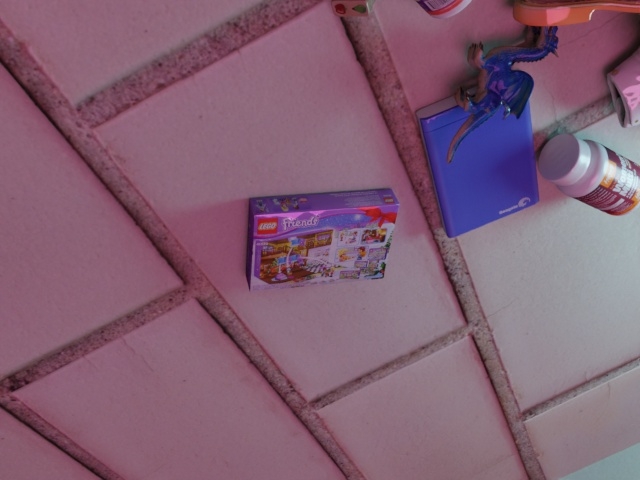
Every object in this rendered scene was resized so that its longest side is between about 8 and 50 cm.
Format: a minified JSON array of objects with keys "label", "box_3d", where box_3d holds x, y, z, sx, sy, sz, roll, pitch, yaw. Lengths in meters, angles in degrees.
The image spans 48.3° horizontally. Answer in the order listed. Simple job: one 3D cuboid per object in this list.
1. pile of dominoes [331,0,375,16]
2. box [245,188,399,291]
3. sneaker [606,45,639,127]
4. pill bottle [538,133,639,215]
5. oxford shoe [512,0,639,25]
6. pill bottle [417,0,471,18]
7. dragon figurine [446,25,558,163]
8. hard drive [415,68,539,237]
[{"label":"pile of dominoes","box_3d":[0.034,-0.428,0.997,0.195,0.040,0.251,8,147,22]},{"label":"box","box_3d":[0.000,0.000,1.436,0.293,0.057,0.201,-5,132,-15]},{"label":"sneaker","box_3d":[0.672,-0.268,1.410,0.169,0.108,0.292,-39,121,18]},{"label":"pill bottle","box_3d":[0.559,-0.136,1.466,0.221,0.121,0.121,18,122,-31]},{"label":"oxford shoe","box_3d":[0.497,-0.449,1.171,0.363,0.130,0.133,-14,125,-9]},{"label":"pill bottle","box_3d":[0.150,-0.434,1.073,0.108,0.108,0.193,-43,130,19]},{"label":"dragon figurine","box_3d":[0.319,-0.260,1.252,0.143,0.085,0.289,14,98,-6]},{"label":"hard drive","box_3d":[0.320,-0.160,1.417,0.210,0.040,0.319,-22,133,0]}]
